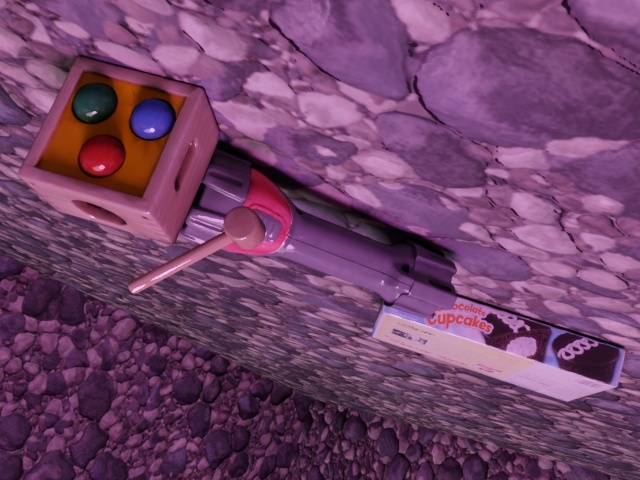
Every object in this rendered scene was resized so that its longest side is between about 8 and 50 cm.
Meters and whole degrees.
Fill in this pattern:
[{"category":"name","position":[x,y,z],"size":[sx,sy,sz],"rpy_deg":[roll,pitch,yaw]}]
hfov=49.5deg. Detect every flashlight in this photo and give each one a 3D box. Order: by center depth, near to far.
[{"category":"flashlight","position":[0.000,0.000,0.766],"size":[0.304,0.103,0.103],"rpy_deg":[21,149,-20]}]

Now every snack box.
[{"category":"snack box","position":[0.240,0.148,1.005],"size":[0.322,0.060,0.187],"rpy_deg":[18,162,5]}]

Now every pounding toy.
[{"category":"pounding toy","position":[-0.151,-0.049,0.620],"size":[0.206,0.181,0.094],"rpy_deg":[16,162,9]}]
